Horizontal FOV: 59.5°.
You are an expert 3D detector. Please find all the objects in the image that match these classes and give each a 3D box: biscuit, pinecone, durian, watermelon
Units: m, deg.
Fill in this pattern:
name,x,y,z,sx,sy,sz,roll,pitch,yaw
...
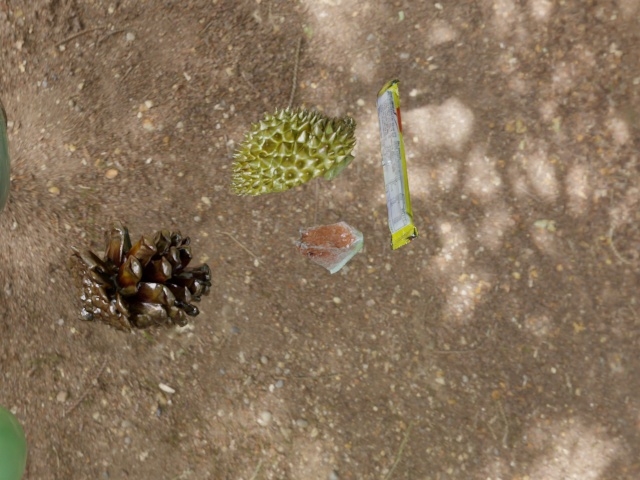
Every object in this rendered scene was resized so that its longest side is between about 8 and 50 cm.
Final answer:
name,x,y,z,sx,sy,sz,roll,pitch,yaw
biscuit,0.105,-0.120,0.800,0.026,0.048,0.291,18,54,-27
pinecone,-0.248,0.053,0.776,0.195,0.179,0.149,9,81,-30
durian,-0.040,-0.177,1.140,0.306,0.166,0.172,-32,70,-14
watermelon,0.004,0.013,1.292,0.158,0.098,0.121,-11,144,-20

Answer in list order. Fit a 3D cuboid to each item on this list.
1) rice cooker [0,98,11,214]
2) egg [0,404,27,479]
name,x,y,z,sx,sy,sz,roll,pitch,yaw
rice cooker,-0.657,-0.155,0.847,0.325,0.335,0.335,-16,103,-48
egg,-0.628,0.393,0.932,0.269,0.220,0.220,-49,116,-10
